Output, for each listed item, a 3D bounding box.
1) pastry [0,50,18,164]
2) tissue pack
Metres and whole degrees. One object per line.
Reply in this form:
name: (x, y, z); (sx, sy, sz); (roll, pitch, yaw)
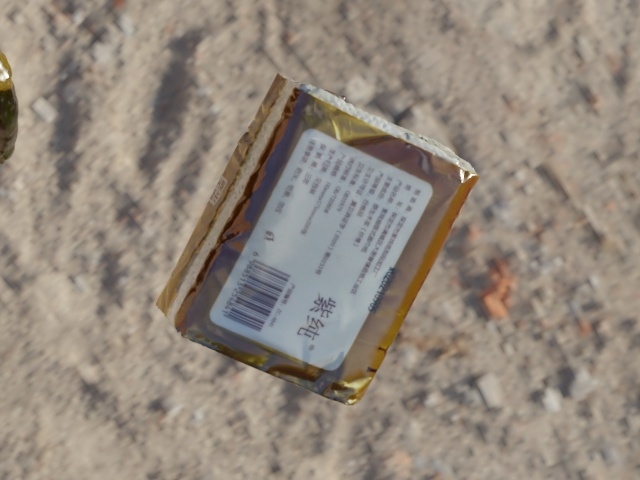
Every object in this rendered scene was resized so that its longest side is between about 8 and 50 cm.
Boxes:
pastry: (-0.337, -0.143, 1.423); (0.240, 0.235, 0.132); (28, 48, 28)
tissue pack: (0.000, 0.000, 1.472); (0.183, 0.092, 0.226); (24, 97, -23)
